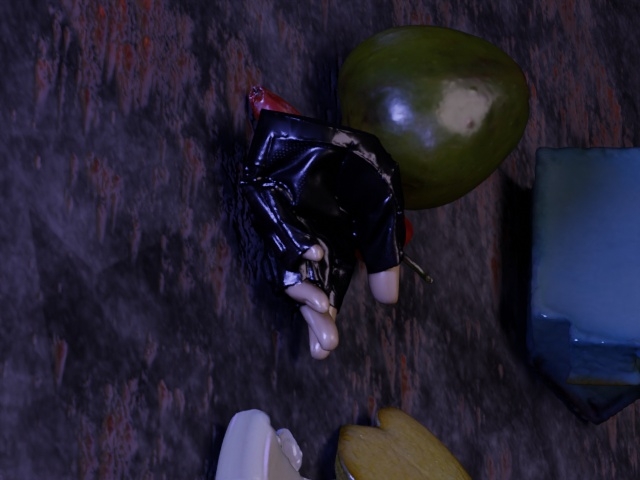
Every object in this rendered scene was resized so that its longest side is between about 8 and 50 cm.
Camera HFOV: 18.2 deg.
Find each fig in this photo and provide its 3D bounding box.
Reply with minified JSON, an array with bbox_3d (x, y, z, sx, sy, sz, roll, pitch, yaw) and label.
[{"bbox_3d":[0.111,-0.123,1.948,0.181,0.191,0.181,160,-90,-83],"label":"fig"}]

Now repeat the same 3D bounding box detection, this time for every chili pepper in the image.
[{"bbox_3d":[0.020,-0.041,1.850,0.063,0.071,0.272,-50,121,-11],"label":"chili pepper"}]

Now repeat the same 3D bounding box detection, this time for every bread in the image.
[{"bbox_3d":[0.080,0.238,1.775,0.187,0.065,0.149,51,29,18],"label":"bread"}]

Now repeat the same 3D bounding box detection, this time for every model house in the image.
[{"bbox_3d":[0.347,0.067,2.246,0.248,0.230,0.280,76,18,-54],"label":"model house"}]

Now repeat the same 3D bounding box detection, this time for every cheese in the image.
[{"bbox_3d":[-0.054,0.228,1.580,0.127,0.050,0.235,62,31,-24],"label":"cheese"}]

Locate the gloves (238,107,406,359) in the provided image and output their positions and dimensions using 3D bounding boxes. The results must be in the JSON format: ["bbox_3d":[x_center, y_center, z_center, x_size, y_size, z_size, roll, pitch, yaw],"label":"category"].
[{"bbox_3d":[0.000,0.000,1.744,0.164,0.124,0.203,10,96,-22],"label":"gloves"}]
